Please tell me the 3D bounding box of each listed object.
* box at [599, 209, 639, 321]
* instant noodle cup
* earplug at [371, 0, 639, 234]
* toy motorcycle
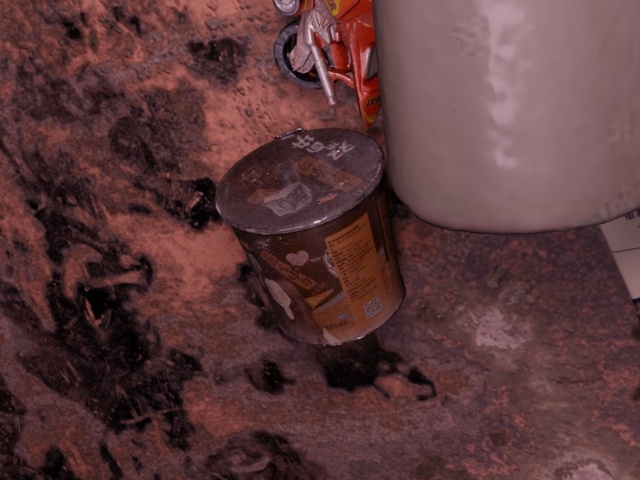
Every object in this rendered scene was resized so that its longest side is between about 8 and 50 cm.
[{"bbox_3d":[0.425,0.010,1.600,0.168,0.071,0.259,-14,114,32],"label":"box"},{"bbox_3d":[0.000,0.000,1.724,0.217,0.217,0.207,0,128,26],"label":"instant noodle cup"},{"bbox_3d":[0.198,-0.242,1.385,0.312,0.312,0.394,4,123,24],"label":"earplug"},{"bbox_3d":[0.041,-0.280,1.575,0.171,0.089,0.298,27,128,11],"label":"toy motorcycle"}]
